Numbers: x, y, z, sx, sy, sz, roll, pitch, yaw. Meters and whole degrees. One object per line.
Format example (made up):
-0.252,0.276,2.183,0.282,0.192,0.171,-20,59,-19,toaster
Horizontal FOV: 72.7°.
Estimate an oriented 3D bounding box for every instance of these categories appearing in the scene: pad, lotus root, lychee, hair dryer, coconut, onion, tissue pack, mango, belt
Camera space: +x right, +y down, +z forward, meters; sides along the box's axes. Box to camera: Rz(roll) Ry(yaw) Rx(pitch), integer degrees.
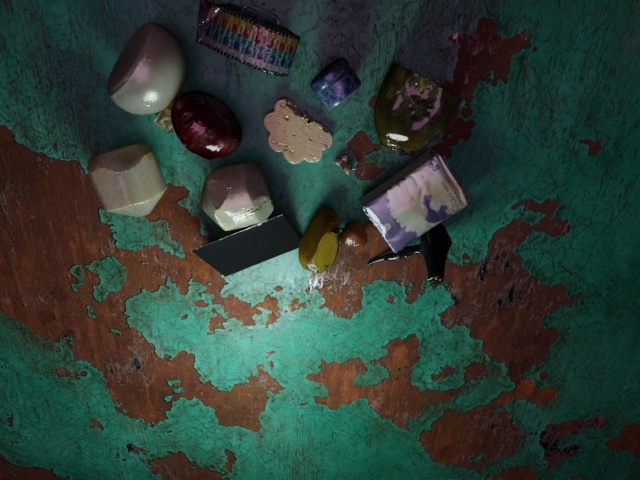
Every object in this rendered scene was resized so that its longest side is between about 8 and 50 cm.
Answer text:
-0.268,0.028,1.678,0.368,0.007,0.247,-22,146,7,pad
0.303,-0.426,1.491,0.267,0.149,0.260,26,110,-11,lotus root
0.116,-0.024,1.691,0.140,0.101,0.114,33,95,-3,lychee
0.333,0.077,1.690,0.360,0.303,0.120,-18,128,30,hair dryer
-0.657,-0.199,1.502,0.239,0.239,0.244,-14,110,4,coconut
-0.377,-0.377,1.426,0.190,0.246,0.246,-33,112,20,onion
0.351,-0.147,1.628,0.344,0.125,0.242,-35,107,12,tissue pack
-0.303,-0.154,1.534,0.248,0.245,0.244,-16,115,-2,coconut
0.000,0.000,1.670,0.130,0.167,0.261,12,109,-34,mango
-0.211,-0.633,1.338,0.295,0.206,0.160,25,116,2,belt

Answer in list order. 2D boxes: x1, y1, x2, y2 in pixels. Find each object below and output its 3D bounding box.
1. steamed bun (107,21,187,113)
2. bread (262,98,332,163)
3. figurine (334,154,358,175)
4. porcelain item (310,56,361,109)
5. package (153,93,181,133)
-0.521,-0.513,1.348,0.283,0.283,0.177,-45,134,16,steamed bun
-0.091,-0.376,1.551,0.251,0.039,0.181,34,110,-17,bread
0.094,-0.281,1.606,0.083,0.047,0.050,42,92,-12,figurine
0.046,-0.518,1.431,0.147,0.147,0.114,-35,112,13,porcelain item
-0.507,-0.439,1.496,0.071,0.047,0.131,40,109,-15,package
